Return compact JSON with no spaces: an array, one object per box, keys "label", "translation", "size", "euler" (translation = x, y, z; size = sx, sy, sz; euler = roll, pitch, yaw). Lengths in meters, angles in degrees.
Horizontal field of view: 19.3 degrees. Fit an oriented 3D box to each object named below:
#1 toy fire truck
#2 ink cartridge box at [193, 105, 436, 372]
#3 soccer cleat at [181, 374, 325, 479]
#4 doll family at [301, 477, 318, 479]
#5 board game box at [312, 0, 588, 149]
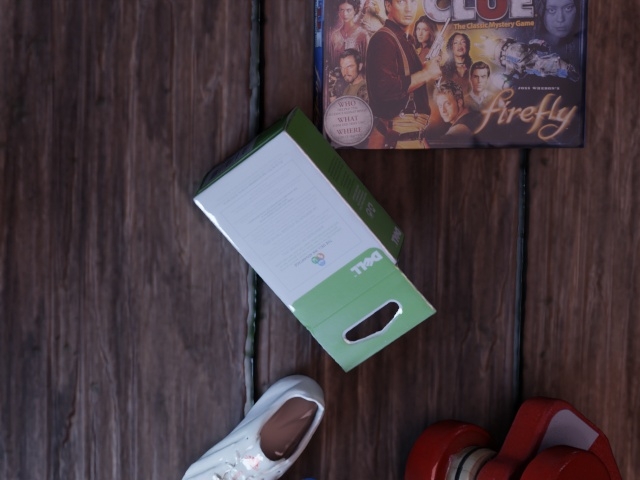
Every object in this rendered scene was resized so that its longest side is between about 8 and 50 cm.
[{"label":"toy fire truck","translation":[0.186,0.308,1.684],"size":[0.254,0.169,0.302],"euler":[41,67,-39]},{"label":"ink cartridge box","translation":[0.000,0.000,1.635],"size":[0.109,0.062,0.209],"euler":[-36,103,22]},{"label":"soccer cleat","translation":[-0.067,0.200,1.658],"size":[0.068,0.076,0.196],"euler":[38,89,-14]},{"label":"doll family","translation":[-0.076,0.332,1.637],"size":[0.263,0.118,0.163],"euler":[-17,131,-9]},{"label":"board game box","translation":[0.116,-0.164,1.668],"size":[0.243,0.042,0.165],"euler":[-1,97,-12]}]
